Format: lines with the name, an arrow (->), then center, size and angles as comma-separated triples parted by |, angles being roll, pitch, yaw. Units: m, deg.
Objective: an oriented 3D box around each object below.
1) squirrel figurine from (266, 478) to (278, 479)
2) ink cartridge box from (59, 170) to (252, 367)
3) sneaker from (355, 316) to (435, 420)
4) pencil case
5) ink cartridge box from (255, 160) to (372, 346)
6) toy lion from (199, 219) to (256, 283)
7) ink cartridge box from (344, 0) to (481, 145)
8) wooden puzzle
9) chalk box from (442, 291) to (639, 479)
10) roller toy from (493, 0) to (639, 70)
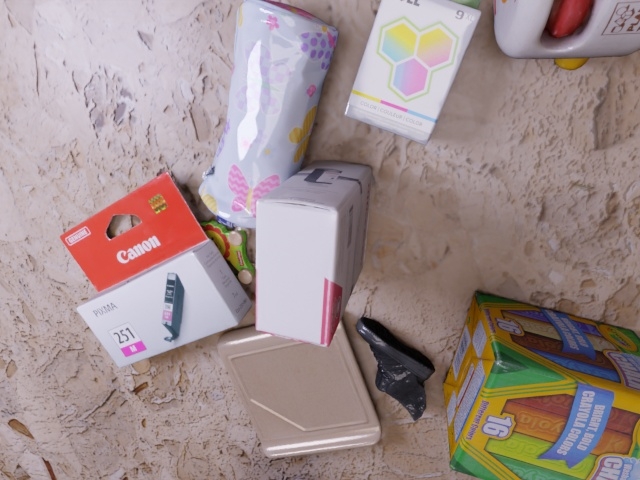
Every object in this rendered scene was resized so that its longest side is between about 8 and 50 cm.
squirrel figurine -> -0.111, 0.602, 0.721 | 0.280, 0.397, 0.371 | 15, 121, 11
ink cartridge box -> -0.277, 0.058, 0.717 | 0.275, 0.060, 0.239 | -23, 105, 26
sneaker -> 0.106, 0.197, 0.710 | 0.170, 0.051, 0.089 | 35, 109, -6
pencil case -> -0.070, -0.152, 0.583 | 0.124, 0.113, 0.273 | 26, 114, 16
ink cartridge box -> 0.000, 0.000, 0.568 | 0.092, 0.218, 0.159 | 9, 112, 14
toy lion -> -0.150, 0.017, 0.709 | 0.095, 0.034, 0.100 | -5, 110, 21
ink cartridge box -> 0.115, -0.232, 0.541 | 0.108, 0.062, 0.209 | 21, 113, 4
wooden puzzle -> -0.034, 0.239, 0.764 | 0.220, 0.044, 0.239 | -16, 102, 17
chalk box -> 0.328, 0.213, 0.601 | 0.288, 0.179, 0.181 | 14, 113, 6
roller toy -> 0.252, -0.269, 0.429 | 0.146, 0.191, 0.210 | 3, 111, 10
